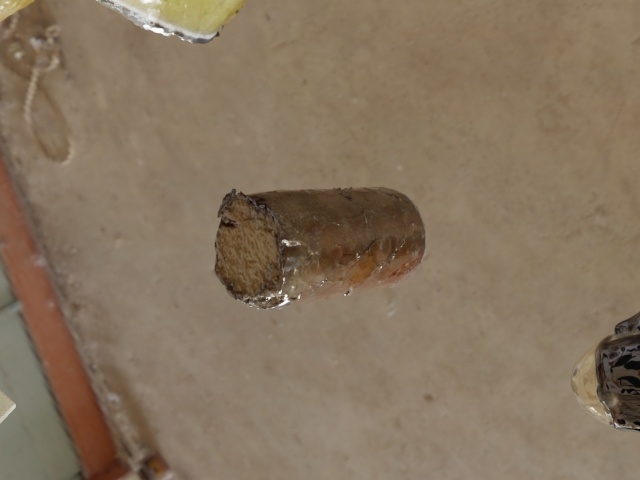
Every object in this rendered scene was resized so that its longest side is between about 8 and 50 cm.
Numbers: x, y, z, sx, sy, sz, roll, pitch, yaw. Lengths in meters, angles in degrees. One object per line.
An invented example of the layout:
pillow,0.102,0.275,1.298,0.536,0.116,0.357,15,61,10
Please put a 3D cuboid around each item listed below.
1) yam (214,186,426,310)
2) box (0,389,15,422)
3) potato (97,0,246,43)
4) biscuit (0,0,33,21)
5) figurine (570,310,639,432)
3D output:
yam,-0.001,0.002,0.803,0.079,0.141,0.079,7,101,43
box,-0.394,0.142,1.216,0.167,0.090,0.024,40,156,2
potato,-0.175,-0.354,1.206,0.300,0.246,0.196,41,116,1
biscuit,-0.207,-0.176,0.799,0.029,0.247,0.118,47,163,13
figurine,0.382,0.144,0.955,0.412,0.241,0.306,-26,67,37
